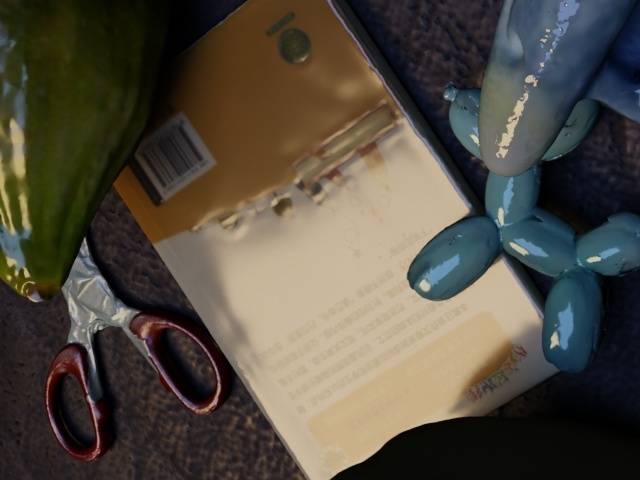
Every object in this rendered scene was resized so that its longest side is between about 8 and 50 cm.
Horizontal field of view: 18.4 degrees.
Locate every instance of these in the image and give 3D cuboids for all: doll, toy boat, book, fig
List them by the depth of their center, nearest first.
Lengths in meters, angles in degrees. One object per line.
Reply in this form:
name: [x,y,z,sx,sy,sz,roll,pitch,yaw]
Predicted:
toy boat: [0.223,-0.140,0.995,0.215,0.123,0.330,29,104,-19]
doll: [0.122,-0.020,1.147,0.159,0.059,0.158,34,103,7]
fig: [-0.179,-0.098,1.216,0.167,0.167,0.233,14,110,21]
book: [0.000,0.000,1.239,0.208,0.020,0.295,-34,89,27]

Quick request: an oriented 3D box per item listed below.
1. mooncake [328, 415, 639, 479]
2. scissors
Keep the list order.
mooncake: [0.126,0.283,1.071,0.378,0.378,0.200,34,125,12]
scissors: [-0.163,0.019,1.321,0.144,0.017,0.247,-24,92,27]
